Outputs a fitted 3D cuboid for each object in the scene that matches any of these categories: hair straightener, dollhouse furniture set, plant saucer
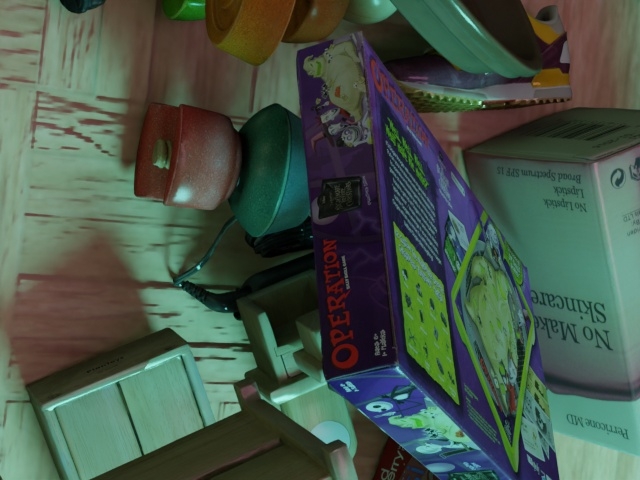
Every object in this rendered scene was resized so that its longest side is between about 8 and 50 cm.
[{"bbox_3d":[0.000,0.000,1.108,0.230,0.047,0.089,-9,101,-29],"label":"hair straightener"},{"bbox_3d":[-0.040,0.179,0.894,0.303,0.355,0.174,-23,109,-18],"label":"dollhouse furniture set"},{"bbox_3d":[0.052,-0.215,1.014,0.041,0.278,0.278,-34,122,19],"label":"plant saucer"}]

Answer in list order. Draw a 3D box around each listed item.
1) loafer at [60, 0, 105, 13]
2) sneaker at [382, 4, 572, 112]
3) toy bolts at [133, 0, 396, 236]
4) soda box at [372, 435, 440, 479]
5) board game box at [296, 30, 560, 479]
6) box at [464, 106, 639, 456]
[{"bbox_3d":[-0.144,-0.227,0.967,0.061,0.062,0.170,-11,103,-38],"label":"loafer"},{"bbox_3d":[0.108,-0.139,1.150,0.185,0.069,0.084,-4,89,-40],"label":"sneaker"},{"bbox_3d":[-0.009,-0.109,0.988,0.158,0.218,0.229,9,98,-21],"label":"toy bolts"},{"bbox_3d":[0.071,0.251,1.150,0.083,0.092,0.263,27,80,-31],"label":"soda box"},{"bbox_3d":[0.077,0.045,0.973,0.347,0.056,0.208,47,38,-56],"label":"board game box"},{"bbox_3d":[0.220,0.026,1.190,0.126,0.148,0.232,-22,107,-30],"label":"box"}]
